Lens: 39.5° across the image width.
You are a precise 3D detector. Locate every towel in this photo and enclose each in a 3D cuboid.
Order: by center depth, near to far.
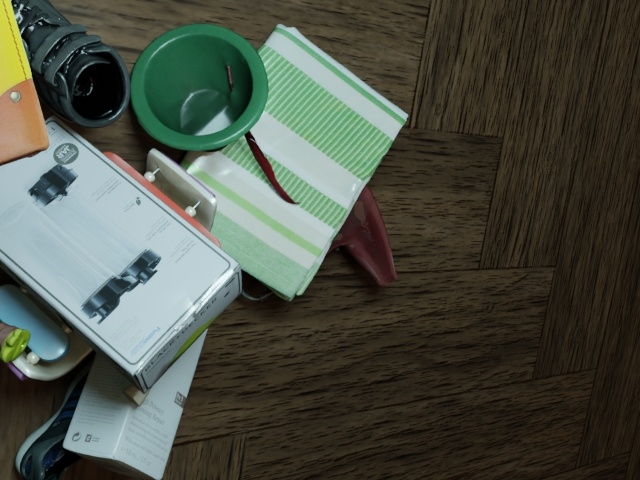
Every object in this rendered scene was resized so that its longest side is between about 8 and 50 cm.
[{"bbox_3d":[-0.049,-0.110,1.250,0.248,0.038,0.324,35,81,-18],"label":"towel"}]

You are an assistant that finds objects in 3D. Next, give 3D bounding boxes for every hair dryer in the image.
[{"bbox_3d":[0.000,0.000,1.361,0.294,0.080,0.223,19,94,-29],"label":"hair dryer"}]

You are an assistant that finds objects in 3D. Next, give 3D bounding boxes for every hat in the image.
[{"bbox_3d":[-0.143,-0.151,1.183,0.173,0.208,0.183,-17,160,-4],"label":"hat"}]

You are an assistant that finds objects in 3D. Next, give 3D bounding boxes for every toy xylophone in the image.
[{"bbox_3d":[-0.243,0.048,1.077,0.322,0.236,0.081,-54,169,-22],"label":"toy xylophone"}]

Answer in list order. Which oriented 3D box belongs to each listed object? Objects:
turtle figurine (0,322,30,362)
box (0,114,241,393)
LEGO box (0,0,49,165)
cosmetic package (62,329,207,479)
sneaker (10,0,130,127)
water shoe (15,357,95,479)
[{"bbox_3d":[-0.442,0.103,0.953,0.217,0.087,0.269,31,64,0],"label":"turtle figurine"},{"bbox_3d":[-0.249,0.013,0.998,0.169,0.290,0.087,-48,167,-21],"label":"box"},{"bbox_3d":[-0.526,-0.100,0.657,0.500,0.373,0.193,-27,120,-33],"label":"LEGO box"},{"bbox_3d":[-0.227,0.175,1.137,0.117,0.086,0.231,53,47,-55],"label":"cosmetic package"},{"bbox_3d":[-0.311,-0.232,0.956,0.104,0.147,0.295,-52,129,-14],"label":"sneaker"},{"bbox_3d":[-0.303,0.236,1.157,0.203,0.080,0.073,-53,131,-15],"label":"water shoe"}]
